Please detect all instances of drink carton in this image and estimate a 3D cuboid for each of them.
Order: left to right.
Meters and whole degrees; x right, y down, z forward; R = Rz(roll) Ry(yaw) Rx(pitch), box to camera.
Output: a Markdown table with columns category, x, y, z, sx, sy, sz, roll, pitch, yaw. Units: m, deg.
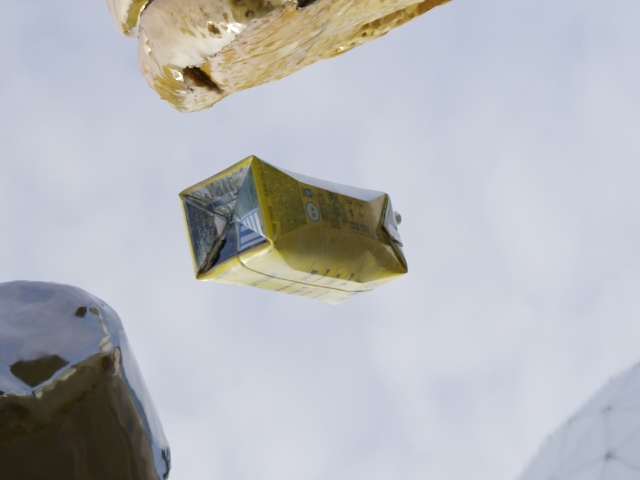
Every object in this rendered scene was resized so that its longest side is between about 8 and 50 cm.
| category | x | y | z | sx | sy | sz | roll | pitch | yaw |
| --- | --- | --- | --- | --- | --- | --- | --- | --- | --- |
| drink carton | 0.000 | 0.000 | 1.035 | 0.200 | 0.084 | 0.074 | 13 | -124 | -51 |

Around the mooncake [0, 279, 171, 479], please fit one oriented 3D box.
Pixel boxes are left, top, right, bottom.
| category | x | y | z | sx | sy | sz | roll | pitch | yaw |
| --- | --- | --- | --- | --- | --- | --- | --- | --- | --- |
| mooncake | -0.266 | 0.144 | 1.185 | 0.284 | 0.284 | 0.155 | -31 | -60 | -31 |

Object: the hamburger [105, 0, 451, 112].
| category | x | y | z | sx | sy | sz | roll | pitch | yaw |
| --- | --- | --- | --- | --- | --- | --- | --- | --- | --- |
| hamburger | 0.003 | -0.140 | 0.705 | 0.214 | 0.214 | 0.108 | -32 | -92 | -31 |
